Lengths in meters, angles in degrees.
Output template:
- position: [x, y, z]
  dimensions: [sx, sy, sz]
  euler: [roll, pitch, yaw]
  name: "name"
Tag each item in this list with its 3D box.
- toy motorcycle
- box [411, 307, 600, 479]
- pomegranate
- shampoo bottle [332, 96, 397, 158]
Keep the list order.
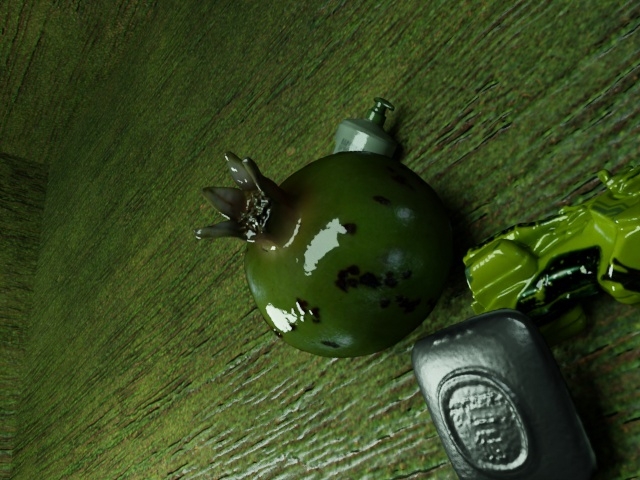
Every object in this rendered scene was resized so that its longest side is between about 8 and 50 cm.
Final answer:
- position: [0.290, 0.016, 0.663]
  dimensions: [0.342, 0.142, 0.206]
  euler: [-32, 14, 45]
  name: "toy motorcycle"
- position: [0.183, 0.181, 0.737]
  dimensions: [0.212, 0.042, 0.201]
  euler: [-31, 83, 56]
  name: "box"
- position: [0.019, 0.012, 0.894]
  dimensions: [0.291, 0.323, 0.291]
  euler: [-9, 72, 28]
  name: "pomegranate"
- position: [0.052, -0.115, 1.098]
  dimensions: [0.118, 0.087, 0.234]
  euler: [39, 109, 53]
  name: "shampoo bottle"
